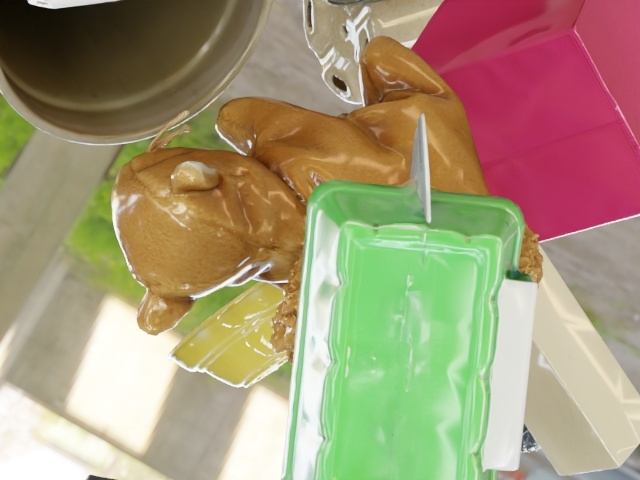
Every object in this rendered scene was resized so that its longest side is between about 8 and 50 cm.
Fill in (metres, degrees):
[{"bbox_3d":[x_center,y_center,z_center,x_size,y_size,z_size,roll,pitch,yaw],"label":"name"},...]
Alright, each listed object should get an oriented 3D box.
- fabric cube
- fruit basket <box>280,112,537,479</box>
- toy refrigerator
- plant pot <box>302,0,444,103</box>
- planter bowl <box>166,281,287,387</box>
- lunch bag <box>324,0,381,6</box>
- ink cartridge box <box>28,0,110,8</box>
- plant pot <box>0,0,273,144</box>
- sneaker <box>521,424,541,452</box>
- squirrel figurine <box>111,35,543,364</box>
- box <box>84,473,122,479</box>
[{"bbox_3d":[0.275,-0.170,1.773,0.258,0.254,0.259,-17,116,34],"label":"fabric cube"},{"bbox_3d":[0.072,0.076,1.119,0.165,0.327,0.353,6,-179,7],"label":"fruit basket"},{"bbox_3d":[0.255,0.126,1.672,0.269,0.094,0.102,55,146,-8],"label":"toy refrigerator"},{"bbox_3d":[0.155,-0.349,2.271,0.334,0.305,0.333,44,144,45],"label":"plant pot"},{"bbox_3d":[-0.079,0.120,1.854,0.090,0.217,0.217,53,174,7],"label":"planter bowl"},{"bbox_3d":[0.083,-0.489,2.087,0.212,0.256,0.305,46,-152,-37],"label":"lunch bag"},{"bbox_3d":[-0.119,-0.312,1.235,0.278,0.201,0.117,-12,-166,-20],"label":"ink cartridge box"},{"bbox_3d":[-0.253,-0.310,1.582,0.323,0.323,0.280,39,-173,-49],"label":"plant pot"},{"bbox_3d":[0.272,0.208,1.799,0.237,0.085,0.086,14,-136,-36],"label":"sneaker"},{"bbox_3d":[0.000,0.000,1.448,0.370,0.281,0.397,-5,-141,-43],"label":"squirrel figurine"},{"bbox_3d":[-0.114,0.300,1.303,0.207,0.108,0.153,6,146,29],"label":"box"}]
